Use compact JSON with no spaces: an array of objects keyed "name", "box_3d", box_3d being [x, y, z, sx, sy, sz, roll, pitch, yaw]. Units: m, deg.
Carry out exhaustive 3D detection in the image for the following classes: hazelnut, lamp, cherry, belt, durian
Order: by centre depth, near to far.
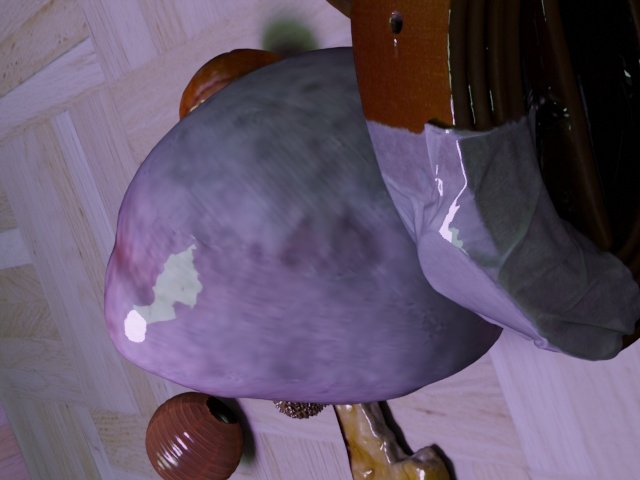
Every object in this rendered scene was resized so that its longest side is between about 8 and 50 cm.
[{"name":"belt","box_3d":[0.141,-0.090,0.824,0.122,0.217,0.339,21,130,55]},{"name":"cherry","box_3d":[0.005,-0.007,1.043,0.326,0.335,0.291,-38,58,38]},{"name":"hazelnut","box_3d":[-0.071,-0.116,1.276,0.150,0.150,0.150,40,142,41]},{"name":"durian","box_3d":[-0.025,0.161,1.452,0.091,0.080,0.080,30,167,-27]},{"name":"lamp","box_3d":[-0.170,0.272,1.739,0.136,0.136,0.136,40,142,41]}]

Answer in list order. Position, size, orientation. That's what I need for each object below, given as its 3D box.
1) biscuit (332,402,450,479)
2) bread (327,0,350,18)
[{"name":"biscuit","box_3d":[0.075,0.219,1.369,0.183,0.039,0.174,13,119,57]},{"name":"bread","box_3d":[0.040,-0.271,0.986,0.210,0.110,0.192,47,147,34]}]
